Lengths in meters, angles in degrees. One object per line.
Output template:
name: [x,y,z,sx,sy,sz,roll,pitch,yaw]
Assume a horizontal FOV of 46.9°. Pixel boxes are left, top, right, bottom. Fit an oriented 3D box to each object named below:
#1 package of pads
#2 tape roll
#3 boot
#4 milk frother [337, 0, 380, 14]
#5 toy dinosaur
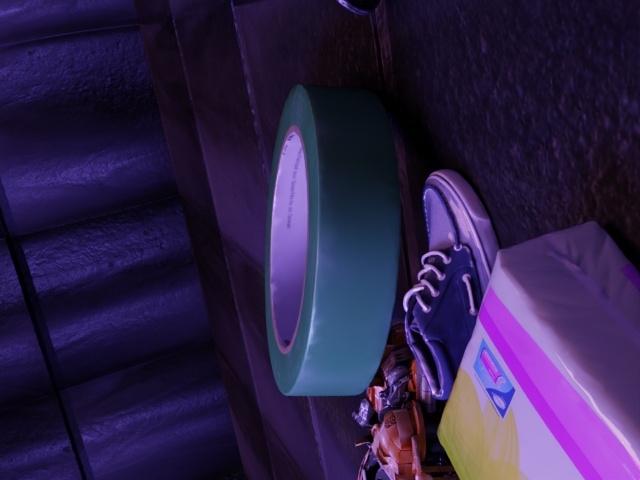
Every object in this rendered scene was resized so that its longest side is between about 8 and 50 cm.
package of pads: [0.192,0.171,0.459,0.229,0.101,0.296,94,154,-47]
tape roll: [0.000,0.000,0.778,0.321,0.077,0.321,-177,90,-79]
boot: [0.106,0.035,0.625,0.069,0.086,0.190,132,120,-70]
milk frother: [0.031,-0.264,0.601,0.135,0.143,0.129,-5,90,49]
toy dinosaur: [0.086,0.206,0.683,0.322,0.164,0.218,-58,-25,-59]
